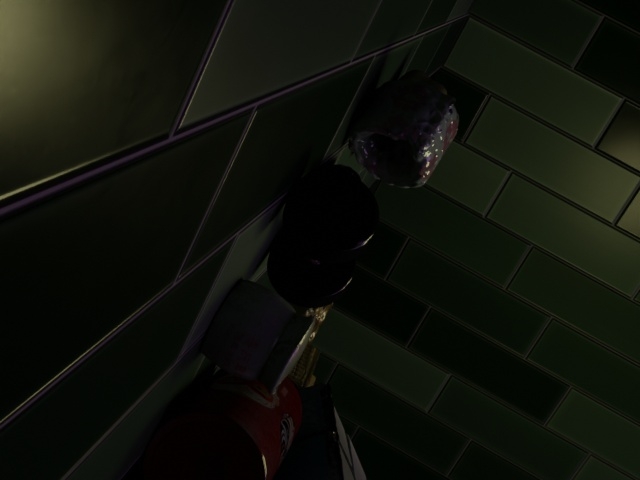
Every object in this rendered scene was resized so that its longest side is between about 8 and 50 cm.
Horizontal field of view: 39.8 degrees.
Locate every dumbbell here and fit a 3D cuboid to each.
[{"bbox_3d":[0.000,0.000,1.463,0.153,0.152,0.218,-58,174,-32],"label":"dumbbell"}]

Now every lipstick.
[{"bbox_3d":[0.033,-0.101,1.639,0.081,0.081,0.299,-61,176,6],"label":"lipstick"}]

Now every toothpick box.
[{"bbox_3d":[-0.158,0.345,1.542,0.204,0.204,0.333,-61,175,9],"label":"toothpick box"}]

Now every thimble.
[{"bbox_3d":[0.165,-0.209,1.700,0.149,0.185,0.211,-57,-161,-24],"label":"thimble"}]

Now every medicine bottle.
[{"bbox_3d":[-0.096,0.153,1.400,0.147,0.143,0.147,-59,175,-9],"label":"medicine bottle"}]

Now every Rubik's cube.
[{"bbox_3d":[-0.071,0.535,1.818,0.316,0.318,0.313,-98,169,-58],"label":"Rubik's cube"}]

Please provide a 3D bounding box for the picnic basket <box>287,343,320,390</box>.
[{"bbox_3d":[-0.132,0.374,2.049,0.313,0.175,0.228,-63,-179,20],"label":"picnic basket"}]

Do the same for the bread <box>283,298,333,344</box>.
[{"bbox_3d":[-0.066,0.208,2.204,0.152,0.129,0.268,-70,-175,-56],"label":"bread"}]

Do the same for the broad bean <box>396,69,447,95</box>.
[{"bbox_3d":[0.169,-0.275,2.010,0.263,0.121,0.189,-43,174,-22],"label":"broad bean"}]
